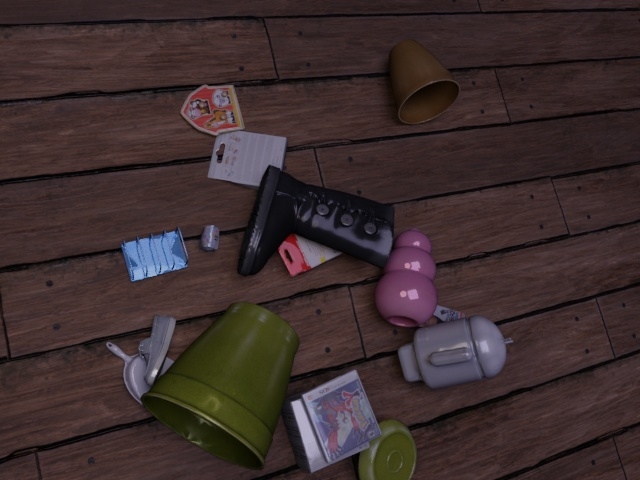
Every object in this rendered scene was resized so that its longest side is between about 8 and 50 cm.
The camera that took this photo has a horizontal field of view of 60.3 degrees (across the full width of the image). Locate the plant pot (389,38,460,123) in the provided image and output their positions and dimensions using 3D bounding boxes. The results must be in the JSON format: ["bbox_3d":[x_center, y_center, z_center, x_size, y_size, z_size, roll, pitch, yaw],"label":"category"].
[{"bbox_3d":[0.349,-0.601,2.020,0.237,0.237,0.254,-12,67,-21],"label":"plant pot"}]

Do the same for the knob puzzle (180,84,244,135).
[{"bbox_3d":[-0.362,-0.433,1.810,0.213,0.030,0.213,4,70,-12],"label":"knob puzzle"}]

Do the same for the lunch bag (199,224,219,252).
[{"bbox_3d":[-0.340,-0.004,1.694,0.053,0.083,0.071,7,74,-17],"label":"lunch bag"}]

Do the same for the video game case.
[{"bbox_3d":[0.060,0.498,1.575,0.183,0.023,0.201,-20,84,-24],"label":"video game case"}]

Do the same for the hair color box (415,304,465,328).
[{"bbox_3d":[0.408,0.275,1.897,0.167,0.053,0.093,17,73,-13],"label":"hair color box"}]

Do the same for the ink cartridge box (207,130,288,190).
[{"bbox_3d":[-0.237,-0.266,1.824,0.232,0.066,0.189,7,74,5],"label":"ink cartridge box"}]

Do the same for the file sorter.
[{"bbox_3d":[-0.487,0.036,1.623,0.170,0.104,0.118,-16,82,-21],"label":"file sorter"}]

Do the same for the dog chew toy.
[{"bbox_3d":[0.293,0.113,1.826,0.206,0.206,0.332,20,63,-13],"label":"dog chew toy"}]

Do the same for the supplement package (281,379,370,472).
[{"bbox_3d":[0.006,0.544,1.639,0.194,0.149,0.203,-15,82,-22],"label":"supplement package"}]

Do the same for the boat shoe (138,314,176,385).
[{"bbox_3d":[-0.468,0.303,1.543,0.081,0.079,0.228,15,40,-10],"label":"boat shoe"}]

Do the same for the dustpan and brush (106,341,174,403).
[{"bbox_3d":[-0.520,0.355,1.564,0.211,0.060,0.147,44,55,-11],"label":"dustpan and brush"}]

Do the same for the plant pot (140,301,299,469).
[{"bbox_3d":[-0.233,0.373,1.517,0.366,0.366,0.353,35,57,-8],"label":"plant pot"}]

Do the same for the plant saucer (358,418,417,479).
[{"bbox_3d":[0.219,0.677,1.697,0.240,0.037,0.241,3,86,-36],"label":"plant saucer"}]

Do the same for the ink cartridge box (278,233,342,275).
[{"bbox_3d":[-0.032,0.021,1.795,0.231,0.078,0.134,-25,84,-22],"label":"ink cartridge box"}]

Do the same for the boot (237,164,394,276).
[{"bbox_3d":[0.001,-0.002,1.702,0.445,0.146,0.367,20,70,-15],"label":"boot"}]

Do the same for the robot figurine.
[{"bbox_3d":[0.431,0.355,1.753,0.353,0.300,0.200,-17,84,17],"label":"robot figurine"}]
